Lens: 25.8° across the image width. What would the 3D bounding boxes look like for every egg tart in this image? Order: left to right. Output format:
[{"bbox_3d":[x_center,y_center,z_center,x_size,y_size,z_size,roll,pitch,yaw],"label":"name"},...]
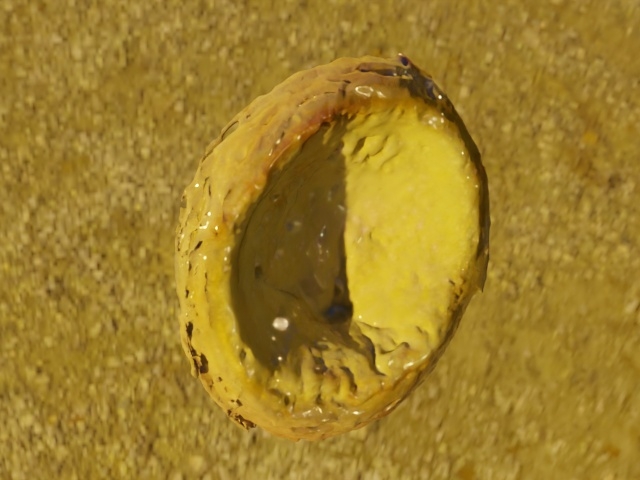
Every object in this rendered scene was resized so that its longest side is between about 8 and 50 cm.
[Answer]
[{"bbox_3d":[0.000,0.000,1.096,0.315,0.315,0.120,-34,33,-26],"label":"egg tart"}]
